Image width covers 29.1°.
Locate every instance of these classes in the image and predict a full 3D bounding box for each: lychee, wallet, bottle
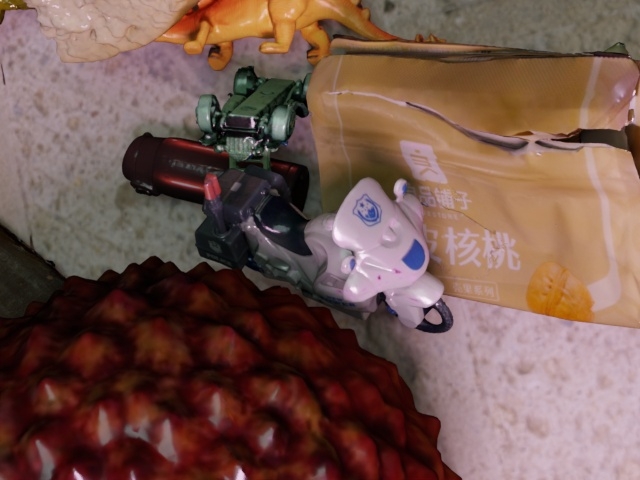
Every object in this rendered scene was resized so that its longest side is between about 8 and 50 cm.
[{"bbox_3d":[-0.098,0.244,0.868,0.424,0.424,0.500,-26,50,6],"label":"lychee"},{"bbox_3d":[-0.320,0.027,1.113,0.232,0.122,0.031,38,133,16],"label":"wallet"},{"bbox_3d":[-0.096,-0.056,1.099,0.164,0.060,0.060,14,83,14],"label":"bottle"}]

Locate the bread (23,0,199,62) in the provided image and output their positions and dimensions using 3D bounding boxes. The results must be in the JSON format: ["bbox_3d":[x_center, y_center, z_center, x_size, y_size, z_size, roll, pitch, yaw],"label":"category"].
[{"bbox_3d":[-0.149,-0.291,1.044,0.211,0.183,0.224,1,58,33],"label":"bread"}]

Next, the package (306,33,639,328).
[{"bbox_3d":[0.131,-0.069,0.940,0.311,0.165,0.221,11,80,40],"label":"package"}]

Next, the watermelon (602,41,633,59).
[{"bbox_3d":[0.235,-0.039,0.996,0.119,0.063,0.245,-25,55,33],"label":"watermelon"}]

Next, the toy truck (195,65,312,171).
[{"bbox_3d":[-0.049,-0.099,1.060,0.080,0.154,0.078,7,111,10],"label":"toy truck"}]

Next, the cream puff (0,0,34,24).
[{"bbox_3d":[-0.352,-0.304,1.148,0.244,0.196,0.244,-16,65,37],"label":"cream puff"}]

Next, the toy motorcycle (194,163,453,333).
[{"bbox_3d":[0.000,0.000,0.954,0.221,0.150,0.102,20,61,26],"label":"toy motorcycle"}]

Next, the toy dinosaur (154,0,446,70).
[{"bbox_3d":[-0.033,-0.216,1.113,0.288,0.070,0.117,-2,79,7],"label":"toy dinosaur"}]
